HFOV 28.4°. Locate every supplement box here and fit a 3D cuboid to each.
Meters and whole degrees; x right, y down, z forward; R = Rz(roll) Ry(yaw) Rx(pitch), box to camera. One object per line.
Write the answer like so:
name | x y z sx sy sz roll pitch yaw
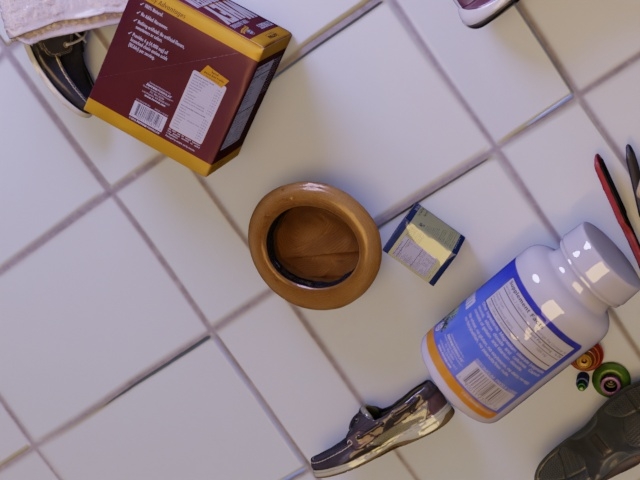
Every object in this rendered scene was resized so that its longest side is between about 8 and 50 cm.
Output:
supplement box | -0.174 -0.224 1.672 0.191 0.129 0.194 29 112 6
supplement box | 0.138 0.004 1.681 0.083 0.083 0.056 36 112 2

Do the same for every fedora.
fedora | 0.000 0.000 1.721 0.194 0.079 0.194 7 110 21

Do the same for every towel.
towel | -0.352 -0.409 1.662 0.187 0.049 0.282 -15 99 -8

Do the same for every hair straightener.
hair straightener | 0.428 -0.018 1.614 0.089 0.047 0.230 -20 101 20

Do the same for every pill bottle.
pill bottle | 0.274 0.102 1.638 0.152 0.152 0.272 46 112 -2

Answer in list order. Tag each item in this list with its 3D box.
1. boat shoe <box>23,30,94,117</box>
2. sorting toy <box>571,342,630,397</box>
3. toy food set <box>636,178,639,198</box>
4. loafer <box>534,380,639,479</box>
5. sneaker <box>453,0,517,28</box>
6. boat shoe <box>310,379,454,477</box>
boat shoe | -0.359 -0.279 1.731 0.079 0.084 0.233 -24 96 21
sorting toy | 0.367 0.178 1.694 0.102 0.042 0.061 46 113 -2
toy food set | 0.494 -0.088 1.577 0.192 0.038 0.132 15 107 -4
loafer | 0.408 0.263 1.702 0.267 0.084 0.096 -37 66 19
sneaker | 0.242 -0.395 1.519 0.281 0.106 0.162 -38 91 23
boat shoe | 0.078 0.263 1.786 0.224 0.080 0.073 -27 93 16
